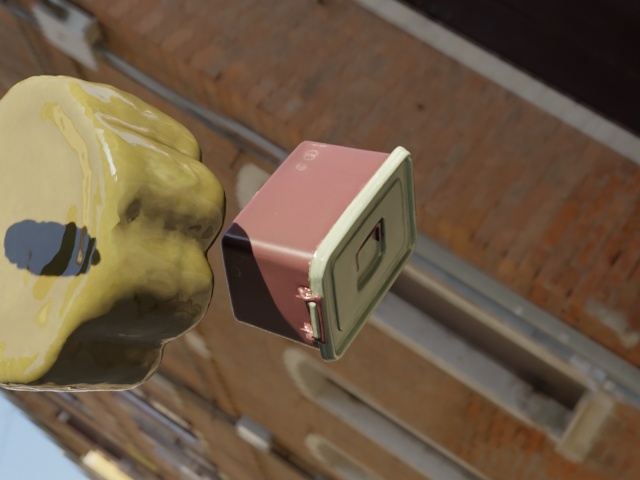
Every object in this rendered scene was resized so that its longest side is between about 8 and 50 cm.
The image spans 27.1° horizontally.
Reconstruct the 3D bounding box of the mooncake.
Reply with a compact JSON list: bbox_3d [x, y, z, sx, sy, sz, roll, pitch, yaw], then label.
[{"bbox_3d":[-0.280,0.003,1.574,0.201,0.378,0.378,15,-70,-44],"label":"mooncake"}]

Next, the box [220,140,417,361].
[{"bbox_3d":[0.000,0.000,1.789,0.294,0.167,0.193,-52,-32,-42],"label":"box"}]
